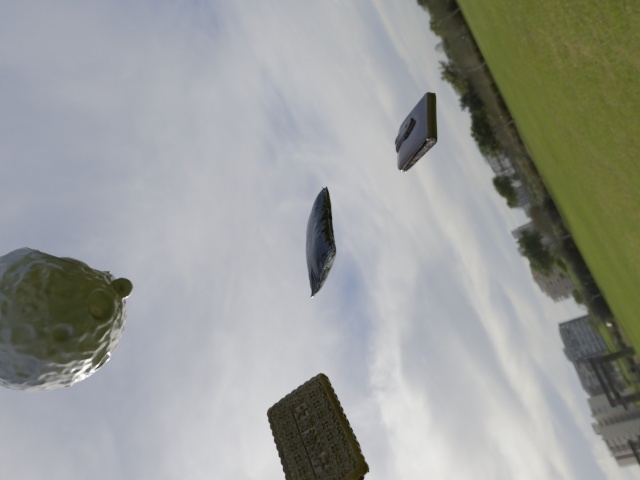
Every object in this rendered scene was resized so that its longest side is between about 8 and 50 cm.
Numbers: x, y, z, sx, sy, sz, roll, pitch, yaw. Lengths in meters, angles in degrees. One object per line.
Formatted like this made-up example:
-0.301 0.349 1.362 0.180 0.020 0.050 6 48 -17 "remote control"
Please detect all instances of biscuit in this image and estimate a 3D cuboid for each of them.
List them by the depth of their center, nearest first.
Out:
-0.017 0.417 0.943 0.029 0.172 0.255 53 -177 -41 "biscuit"

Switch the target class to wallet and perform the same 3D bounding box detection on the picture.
0.190 -0.216 0.901 0.038 0.118 0.153 21 -131 -16 "wallet"

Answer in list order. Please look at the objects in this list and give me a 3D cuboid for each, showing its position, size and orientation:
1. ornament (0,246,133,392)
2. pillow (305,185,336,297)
-0.628 0.186 1.037 0.337 0.336 0.337 44 -149 -35 "ornament"
0.000 0.000 0.950 0.055 0.142 0.209 11 -139 -12 "pillow"
